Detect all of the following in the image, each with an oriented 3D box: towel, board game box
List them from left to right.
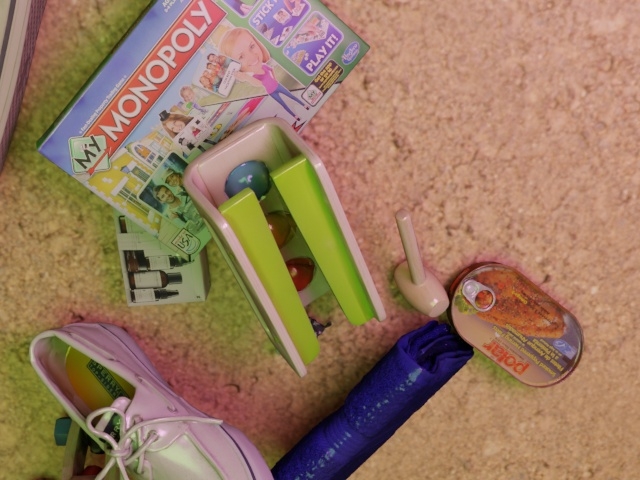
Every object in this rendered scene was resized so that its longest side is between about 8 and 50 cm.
[{"bbox_3d":[-0.127,-0.160,1.147,0.213,0.046,0.317,38,95,-23],"label":"board game box"},{"bbox_3d":[0.037,0.220,1.256,0.308,0.227,0.076,-47,74,16],"label":"towel"}]

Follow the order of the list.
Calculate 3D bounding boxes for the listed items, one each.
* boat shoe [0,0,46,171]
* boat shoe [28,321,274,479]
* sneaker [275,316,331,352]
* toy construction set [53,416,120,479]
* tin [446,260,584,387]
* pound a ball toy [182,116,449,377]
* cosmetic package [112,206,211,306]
[{"bbox_3d":[-0.369,-0.258,1.097,0.156,0.187,0.500,18,115,-11],"label":"boat shoe"},{"bbox_3d":[-0.208,0.216,1.185,0.367,0.156,0.136,43,105,26],"label":"boat shoe"},{"bbox_3d":[-0.020,0.097,1.298,0.069,0.038,0.098,2,120,-1],"label":"sneaker"},{"bbox_3d":[-0.245,0.382,1.301,0.308,0.237,0.258,19,110,-6],"label":"toy construction set"},{"bbox_3d":[0.236,0.103,1.277,0.189,0.040,0.106,38,86,-15],"label":"tin"},{"bbox_3d":[0.000,0.000,1.170,0.208,0.136,0.319,-34,136,-9],"label":"pound a ball toy"},{"bbox_3d":[-0.192,-0.043,1.234,0.098,0.060,0.239,-5,109,1],"label":"cosmetic package"}]
